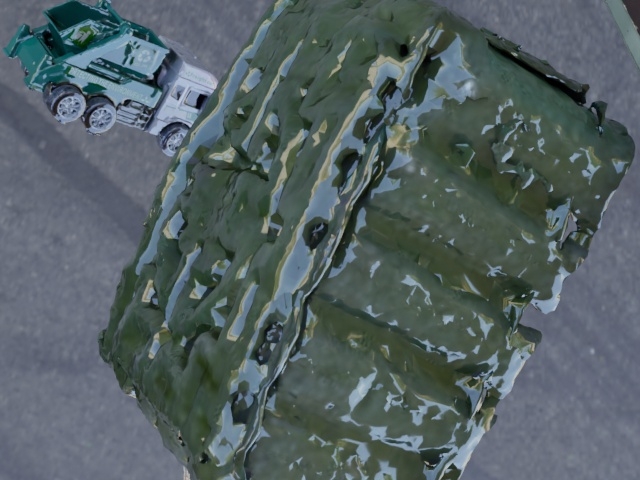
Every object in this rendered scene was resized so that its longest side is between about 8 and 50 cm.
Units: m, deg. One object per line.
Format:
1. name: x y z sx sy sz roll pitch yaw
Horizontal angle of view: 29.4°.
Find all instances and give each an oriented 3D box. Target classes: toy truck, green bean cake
1. toy truck: -0.206 -0.177 1.266 0.216 0.110 0.116 17 114 -42
2. green bean cake: 0.000 0.000 0.606 0.132 0.255 0.241 24 95 -27

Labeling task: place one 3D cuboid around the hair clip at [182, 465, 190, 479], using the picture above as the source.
1. hair clip: -0.202 0.445 1.949 0.062 0.214 0.056 -19 137 28

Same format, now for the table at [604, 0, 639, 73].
1. table: 0.428 -0.280 1.448 0.122 0.240 0.111 -10 147 -9
